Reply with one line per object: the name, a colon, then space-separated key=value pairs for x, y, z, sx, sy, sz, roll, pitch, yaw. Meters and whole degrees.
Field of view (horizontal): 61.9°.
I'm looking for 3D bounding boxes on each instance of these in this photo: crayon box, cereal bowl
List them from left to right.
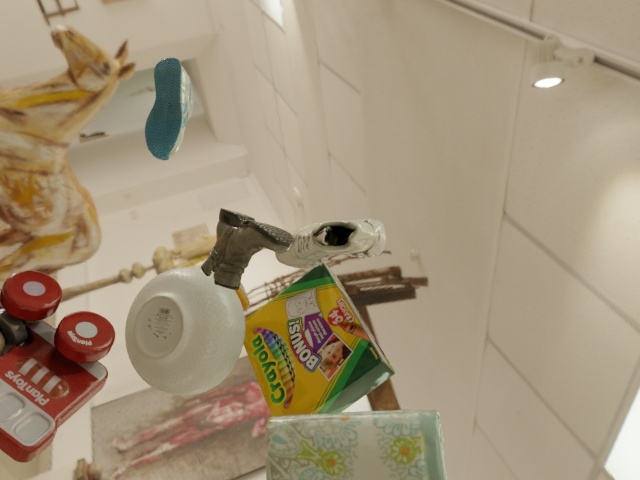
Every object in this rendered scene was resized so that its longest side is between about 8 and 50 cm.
cereal bowl: x=-0.372 y=0.228 z=1.371 sx=0.141 sy=0.339 sz=0.339 roll=25 pitch=39 yaw=-63
crayon box: x=-0.027 y=0.286 z=1.421 sx=0.106 sy=0.313 sz=0.363 roll=48 pitch=7 yaw=-47

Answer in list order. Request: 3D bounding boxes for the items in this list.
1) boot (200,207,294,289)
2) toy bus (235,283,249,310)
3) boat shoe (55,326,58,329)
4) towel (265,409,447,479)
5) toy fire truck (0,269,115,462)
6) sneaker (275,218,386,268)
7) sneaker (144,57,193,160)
boot: x=-0.157 y=0.034 z=1.128 sx=0.246 sy=0.083 sz=0.161 roll=21 pitch=-85 yaw=47
toy bus: x=-0.384 y=0.220 z=1.597 sx=0.130 sy=0.332 sz=0.108 roll=57 pitch=-6 yaw=50
boat shoe: x=-0.743 y=0.302 z=1.404 sx=0.081 sy=0.228 sz=0.068 roll=51 pitch=1 yaw=14
towel: x=0.064 y=0.488 z=0.906 sx=0.090 sy=0.320 sz=0.374 roll=50 pitch=35 yaw=-69
toy fire truck: x=-0.534 y=0.209 z=0.930 sx=0.302 sy=0.169 sz=0.254 roll=36 pitch=27 yaw=2
sneaker: x=0.000 y=0.000 z=1.231 sx=0.118 sy=0.292 sz=0.110 roll=8 pitch=72 yaw=-55
sneaker: x=-0.322 y=-0.278 z=1.171 sx=0.092 sy=0.087 sz=0.229 roll=57 pitch=36 yaw=-72
